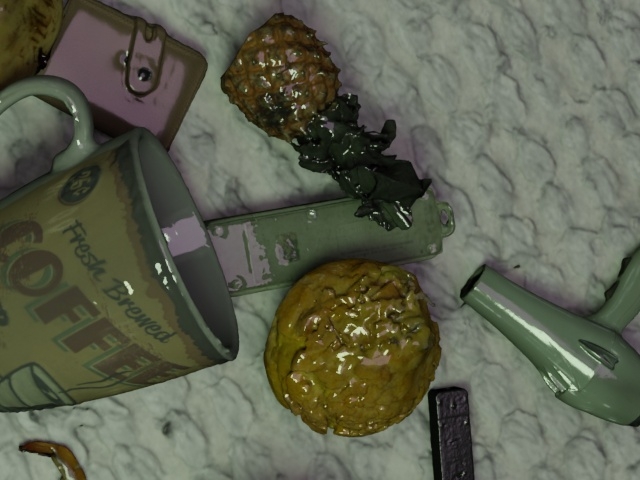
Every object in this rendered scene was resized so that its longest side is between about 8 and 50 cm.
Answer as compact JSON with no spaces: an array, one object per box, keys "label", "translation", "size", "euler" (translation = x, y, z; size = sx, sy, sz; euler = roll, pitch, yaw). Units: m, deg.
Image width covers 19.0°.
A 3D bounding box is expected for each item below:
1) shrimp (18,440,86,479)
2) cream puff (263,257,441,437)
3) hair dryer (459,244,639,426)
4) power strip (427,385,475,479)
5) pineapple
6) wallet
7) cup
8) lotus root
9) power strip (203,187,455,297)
[{"label":"shrimp","translation":[-0.282,0.241,1.807],"size":[0.127,0.025,0.091],"euler":[-24,99,-22]},{"label":"cream puff","translation":[0.040,0.106,1.840],"size":[0.189,0.129,0.189],"euler":[-12,122,-19]},{"label":"hair dryer","translation":[0.264,0.040,1.981],"size":[0.229,0.092,0.267],"euler":[19,71,-13]},{"label":"power strip","translation":[0.132,0.203,1.948],"size":[0.038,0.029,0.111],"euler":[-6,95,-20]},{"label":"pineapple","translation":[0.011,-0.105,1.837],"size":[0.237,0.111,0.119],"euler":[45,49,-2]},{"label":"wallet","translation":[-0.191,-0.158,1.824],"size":[0.153,0.039,0.118],"euler":[26,85,-17]},{"label":"cup","translation":[-0.244,0.011,1.702],"size":[0.257,0.227,0.301],"euler":[-21,101,4]},{"label":"lotus root","translation":[-0.320,-0.187,1.726],"size":[0.154,0.140,0.256],"euler":[27,88,-11]},{"label":"power strip","translation":[0.000,-0.001,1.887],"size":[0.272,0.052,0.078],"euler":[-11,95,-20]}]
